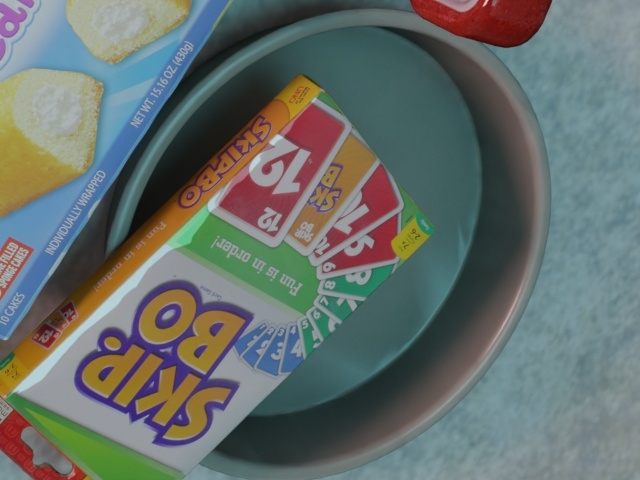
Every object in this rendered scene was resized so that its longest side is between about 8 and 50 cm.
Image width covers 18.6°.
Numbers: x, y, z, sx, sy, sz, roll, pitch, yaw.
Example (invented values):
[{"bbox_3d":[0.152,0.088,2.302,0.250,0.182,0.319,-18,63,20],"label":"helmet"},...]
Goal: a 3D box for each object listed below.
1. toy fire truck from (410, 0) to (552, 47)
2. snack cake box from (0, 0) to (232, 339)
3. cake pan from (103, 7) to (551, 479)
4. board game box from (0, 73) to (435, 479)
[{"bbox_3d":[0.083,-0.263,0.947,0.169,0.254,0.302,15,104,-34],"label":"toy fire truck"},{"bbox_3d":[-0.159,-0.102,0.976,0.152,0.089,0.264,29,98,-38],"label":"snack cake box"},{"bbox_3d":[0.000,0.000,1.141,0.293,0.054,0.293,-12,117,-25],"label":"cake pan"},{"bbox_3d":[-0.064,0.041,1.070,0.259,0.039,0.124,-43,125,-3],"label":"board game box"}]
